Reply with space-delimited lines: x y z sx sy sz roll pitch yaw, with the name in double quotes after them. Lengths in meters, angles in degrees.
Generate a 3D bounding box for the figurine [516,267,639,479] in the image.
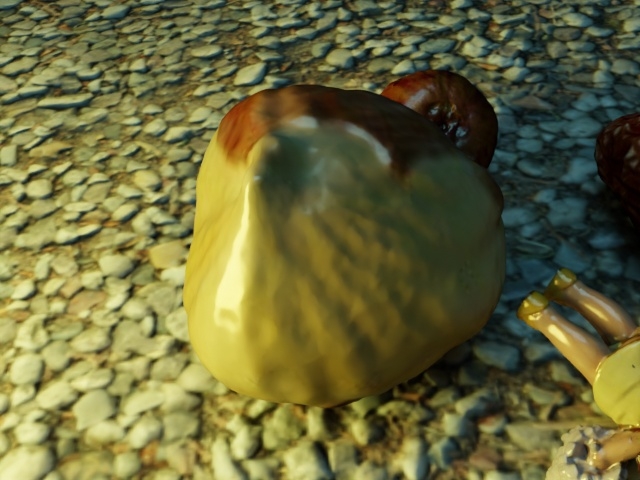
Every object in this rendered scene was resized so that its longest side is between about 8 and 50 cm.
0.244 0.112 0.533 0.174 0.116 0.240 -35 51 -27 "figurine"

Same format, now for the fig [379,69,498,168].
0.095 -0.103 0.779 0.150 0.128 0.128 -5 36 41 "fig"

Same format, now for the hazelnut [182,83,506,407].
0.000 0.000 0.592 0.261 0.241 0.261 -2 71 7 "hazelnut"

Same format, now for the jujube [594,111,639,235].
0.339 -0.043 0.669 0.168 0.168 0.236 -22 31 -16 "jujube"
